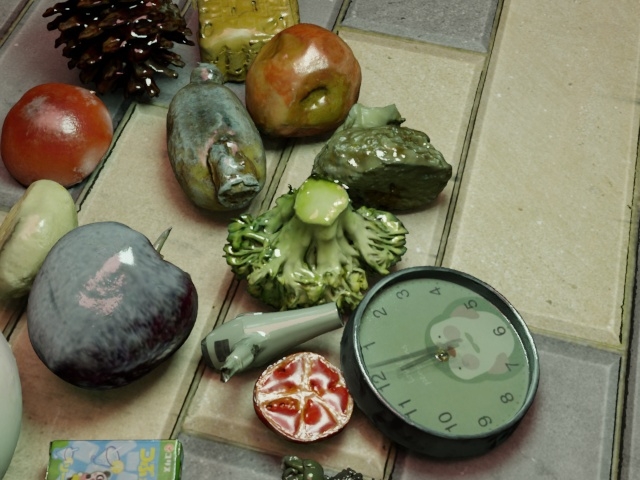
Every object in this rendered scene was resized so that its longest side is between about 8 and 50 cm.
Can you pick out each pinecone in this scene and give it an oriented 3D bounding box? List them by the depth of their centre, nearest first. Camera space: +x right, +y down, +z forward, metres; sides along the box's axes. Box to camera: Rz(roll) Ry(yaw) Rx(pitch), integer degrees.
[{"bbox_3d":[-0.394,-0.410,1.858,0.242,0.298,0.295,-33,94,9],"label":"pinecone"}]

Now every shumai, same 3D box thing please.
[{"bbox_3d":[0.105,-0.167,1.738,0.256,0.189,0.218,-1,54,-9],"label":"shumai"}]

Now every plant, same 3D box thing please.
[{"bbox_3d":[0.020,0.364,1.401,0.174,0.087,0.085,17,24,5],"label":"plant"}]

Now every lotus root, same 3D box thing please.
[{"bbox_3d":[-0.197,-0.184,1.765,0.175,0.175,0.349,-10,49,-9],"label":"lotus root"}]

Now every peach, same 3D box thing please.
[{"bbox_3d":[-0.040,-0.288,1.825,0.214,0.214,0.235,37,76,23],"label":"peach"}]

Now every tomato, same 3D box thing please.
[{"bbox_3d":[-0.026,0.255,1.482,0.156,0.069,0.155,5,52,-6],"label":"tomato"},{"bbox_3d":[-0.495,-0.210,1.774,0.199,0.112,0.227,4,67,8],"label":"tomato"}]

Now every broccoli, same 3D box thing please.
[{"bbox_3d":[0.000,0.000,1.571,0.288,0.245,0.248,-40,77,-18],"label":"broccoli"}]

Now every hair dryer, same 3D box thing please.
[{"bbox_3d":[-0.061,0.153,1.461,0.229,0.267,0.092,-19,96,-12],"label":"hair dryer"}]

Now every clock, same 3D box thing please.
[{"bbox_3d":[0.191,0.183,1.509,0.319,0.066,0.318,7,54,-10],"label":"clock"}]

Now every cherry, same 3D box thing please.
[{"bbox_3d":[-0.324,0.094,1.500,0.255,0.218,0.296,40,64,-2],"label":"cherry"}]

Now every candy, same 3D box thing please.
[{"bbox_3d":[-0.303,0.348,1.408,0.195,0.062,0.097,0,51,-1],"label":"candy"}]

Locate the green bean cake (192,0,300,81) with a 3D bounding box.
[{"bbox_3d":[-0.149,-0.440,1.974,0.224,0.131,0.229,-6,52,-4],"label":"green bean cake"}]

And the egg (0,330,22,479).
[{"bbox_3d":[-0.584,0.212,1.343,0.355,0.354,0.339,6,34,3],"label":"egg"}]

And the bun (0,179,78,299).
[{"bbox_3d":[-0.476,0.008,1.608,0.128,0.222,0.222,29,49,-23],"label":"bun"}]
